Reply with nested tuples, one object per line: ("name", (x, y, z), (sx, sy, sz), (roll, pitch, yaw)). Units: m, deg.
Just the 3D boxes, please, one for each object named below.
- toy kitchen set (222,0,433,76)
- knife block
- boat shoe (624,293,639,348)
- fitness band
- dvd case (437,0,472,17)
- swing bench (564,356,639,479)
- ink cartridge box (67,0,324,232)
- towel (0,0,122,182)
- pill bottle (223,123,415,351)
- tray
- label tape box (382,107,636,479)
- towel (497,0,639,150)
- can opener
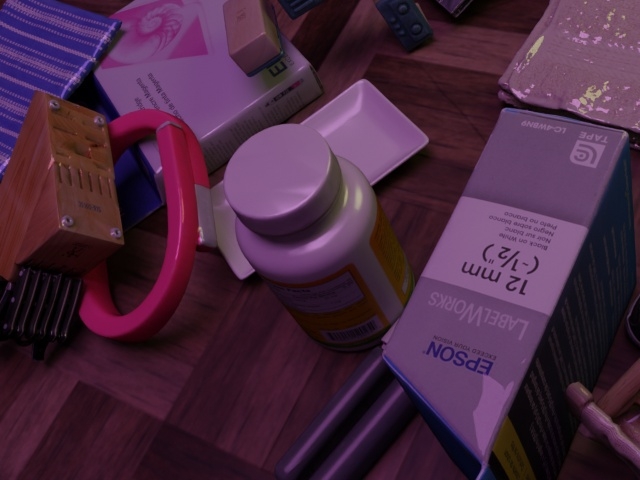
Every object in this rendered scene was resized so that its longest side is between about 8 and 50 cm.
("toy kitchen set", (0.014, -0.258, 1.058), (0.207, 0.166, 0.122), (-29, 42, 17))
("knife block", (-0.347, -0.004, 1.023), (0.242, 0.088, 0.275), (-32, 59, 30))
("boat shoe", (0.360, 0.008, 0.787), (0.078, 0.070, 0.219), (32, 80, 20))
("fitness band", (-0.220, -0.023, 1.010), (0.209, 0.054, 0.291), (-28, 59, 29))
("dvd case", (0.207, -0.405, 1.096), (0.221, 0.018, 0.164), (-46, 44, 14))
("swing bench", (0.372, 0.150, 0.652), (0.255, 0.165, 0.253), (-41, 54, 0))
("ink cartridge box", (-0.212, -0.213, 1.169), (0.330, 0.071, 0.324), (-35, 54, -4))
("towel", (-0.456, -0.211, 1.213), (0.243, 0.040, 0.336), (25, 74, 33))
("pill bottle", (0.000, 0.000, 0.837), (0.136, 0.245, 0.136), (-10, 56, 16))
("tray", (-0.014, -0.072, 1.023), (0.270, 0.030, 0.145), (-37, 54, -3))
("label tape box", (0.149, 0.106, 0.709), (0.115, 0.249, 0.347), (20, 68, 30))
("towel", (0.352, -0.189, 0.939), (0.282, 0.049, 0.187), (23, 71, 31))
("can opener", (0.060, 0.129, 0.826), (0.076, 0.095, 0.283), (34, 76, 35))
